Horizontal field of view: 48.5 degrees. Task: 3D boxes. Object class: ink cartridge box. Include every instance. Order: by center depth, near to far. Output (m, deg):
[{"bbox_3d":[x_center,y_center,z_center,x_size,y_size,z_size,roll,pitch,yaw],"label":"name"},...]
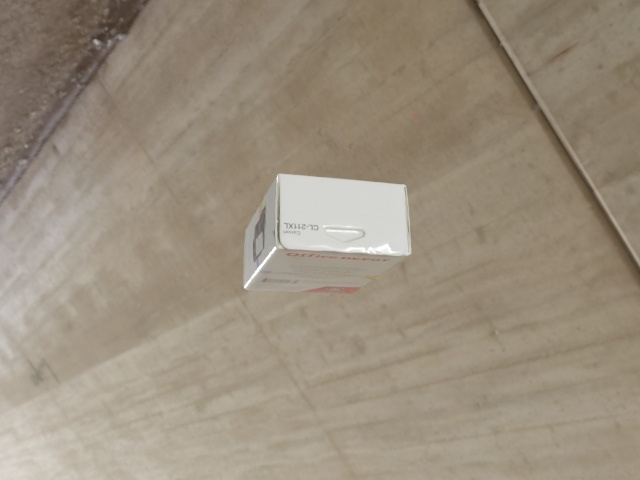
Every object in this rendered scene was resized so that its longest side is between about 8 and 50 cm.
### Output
[{"bbox_3d":[0.000,0.000,0.710,0.127,0.072,0.175,4,163,-15],"label":"ink cartridge box"}]
